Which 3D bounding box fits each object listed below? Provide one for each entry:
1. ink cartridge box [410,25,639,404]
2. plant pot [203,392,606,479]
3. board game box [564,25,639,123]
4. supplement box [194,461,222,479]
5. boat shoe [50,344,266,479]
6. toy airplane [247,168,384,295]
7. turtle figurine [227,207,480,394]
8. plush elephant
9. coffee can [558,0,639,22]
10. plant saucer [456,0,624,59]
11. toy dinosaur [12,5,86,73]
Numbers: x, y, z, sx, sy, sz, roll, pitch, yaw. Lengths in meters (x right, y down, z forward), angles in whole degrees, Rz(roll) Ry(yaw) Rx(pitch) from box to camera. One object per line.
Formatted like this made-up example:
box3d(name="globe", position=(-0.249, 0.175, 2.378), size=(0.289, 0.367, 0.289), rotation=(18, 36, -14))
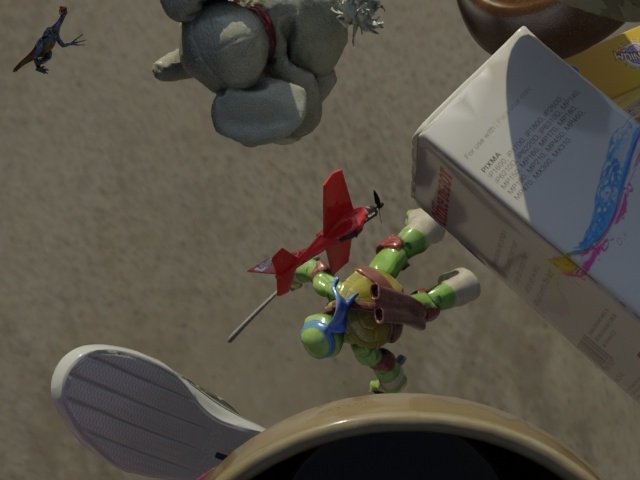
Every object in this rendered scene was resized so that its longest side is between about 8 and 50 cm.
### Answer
box3d(name="ink cartridge box", position=(0.228, -0.002, 1.256), size=(0.306, 0.226, 0.131), rotation=(43, 82, 10))
box3d(name="plant pot", position=(0.050, 0.229, 0.995), size=(0.323, 0.280, 0.323), rotation=(0, 100, 1))
box3d(name="board game box", position=(0.322, -0.161, 1.756), size=(0.317, 0.242, 0.064), rotation=(-25, 78, -29))
box3d(name="supplement box", position=(-0.079, 0.218, 1.328), size=(0.083, 0.043, 0.055), rotation=(-34, 84, -4))
box3d(name="boat shoe", position=(-0.179, 0.202, 1.712), size=(0.119, 0.335, 0.121), rotation=(21, 79, 50))
box3d(name="toy airplane", position=(0.000, 0.000, 1.485), size=(0.151, 0.151, 0.028), rotation=(-39, 58, -3))
box3d(name="turtle figurine", position=(0.045, 0.088, 1.899), size=(0.266, 0.274, 0.198), rotation=(-31, 58, -34))
box3d(name="plush elephant", position=(-0.100, -0.256, 2.045), size=(0.255, 0.330, 0.271), rotation=(-17, 92, -32))
box3d(name="coffee can", position=(0.231, -0.324, 1.102), size=(0.201, 0.201, 0.275), rotation=(28, 80, 25))
box3d(name="plant saucer", position=(0.237, -0.325, 1.535), size=(0.311, 0.050, 0.310), rotation=(-24, 56, 41))
box3d(name="toy dinosaur", position=(-0.343, -0.255, 1.941), size=(0.090, 0.047, 0.082), rotation=(1, 66, 16))
